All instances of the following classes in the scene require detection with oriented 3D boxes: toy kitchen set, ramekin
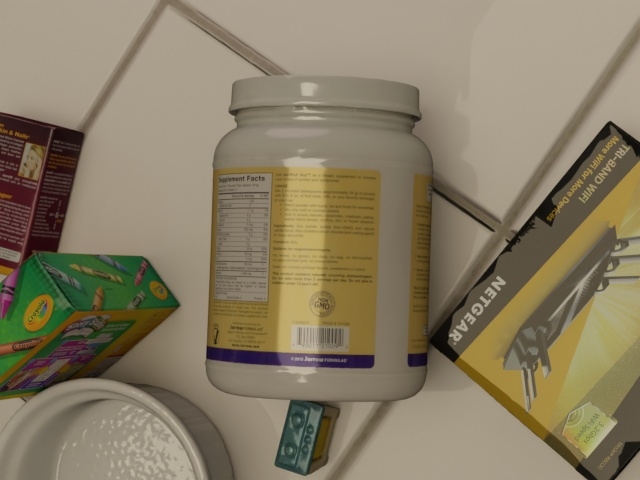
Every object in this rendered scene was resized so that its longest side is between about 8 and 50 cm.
[{"bbox_3d":[0.041,0.279,1.678,0.207,0.122,0.166,15,93,18],"label":"toy kitchen set"},{"bbox_3d":[-0.232,0.292,1.758,0.277,0.135,0.277,0,90,18],"label":"ramekin"}]

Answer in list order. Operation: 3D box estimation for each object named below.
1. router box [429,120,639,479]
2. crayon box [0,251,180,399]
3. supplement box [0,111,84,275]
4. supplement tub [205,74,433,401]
[{"bbox_3d":[0.306,0.069,1.620,0.243,0.081,0.309,40,100,15],"label":"router box"},{"bbox_3d":[-0.289,0.095,1.713,0.165,0.278,0.081,-40,77,13],"label":"crayon box"},{"bbox_3d":[-0.367,-0.054,1.849,0.104,0.081,0.188,15,93,19],"label":"supplement box"},{"bbox_3d":[0.000,0.000,1.641,0.241,0.241,0.331,1,88,18],"label":"supplement tub"}]
